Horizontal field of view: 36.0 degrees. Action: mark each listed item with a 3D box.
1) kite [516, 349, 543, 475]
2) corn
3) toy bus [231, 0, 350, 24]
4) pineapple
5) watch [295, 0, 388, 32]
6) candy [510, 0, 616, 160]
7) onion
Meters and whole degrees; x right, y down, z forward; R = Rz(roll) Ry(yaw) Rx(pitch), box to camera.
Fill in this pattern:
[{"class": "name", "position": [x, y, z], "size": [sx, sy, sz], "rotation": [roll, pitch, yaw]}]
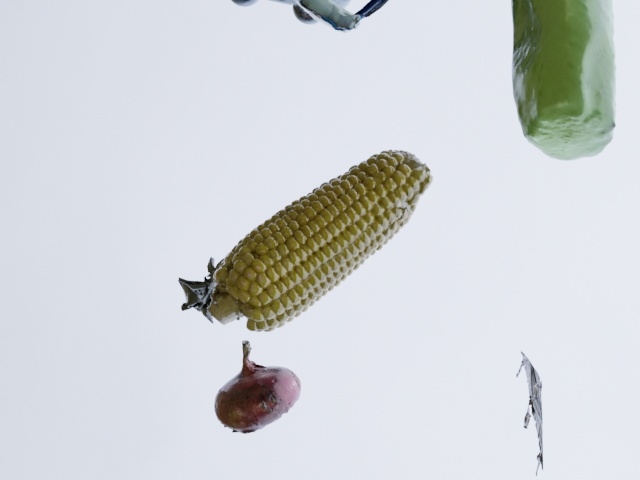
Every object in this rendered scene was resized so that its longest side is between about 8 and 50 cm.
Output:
[{"class": "kite", "position": [0.295, 0.230, 1.383], "size": [0.160, 0.010, 0.183], "rotation": [85, 0, -58]}, {"class": "corn", "position": [0.000, 0.000, 1.307], "size": [0.347, 0.130, 0.130], "rotation": [-36, -135, -6]}, {"class": "toy bus", "position": [-0.055, -0.569, 1.869], "size": [0.197, 0.294, 0.232], "rotation": [107, -3, -75]}, {"class": "pineapple", "position": [-0.149, 0.074, 1.825], "size": [0.111, 0.237, 0.119], "rotation": [142, -71, -79]}, {"class": "watch", "position": [0.037, -0.511, 1.629], "size": [0.274, 0.276, 0.068], "rotation": [-46, -165, 3]}, {"class": "candy", "position": [0.314, -0.276, 1.249], "size": [0.142, 0.131, 0.344], "rotation": [-31, -131, 53]}, {"class": "onion", "position": [-0.114, 0.231, 1.615], "size": [0.150, 0.150, 0.140], "rotation": [1, -63, 52]}]
